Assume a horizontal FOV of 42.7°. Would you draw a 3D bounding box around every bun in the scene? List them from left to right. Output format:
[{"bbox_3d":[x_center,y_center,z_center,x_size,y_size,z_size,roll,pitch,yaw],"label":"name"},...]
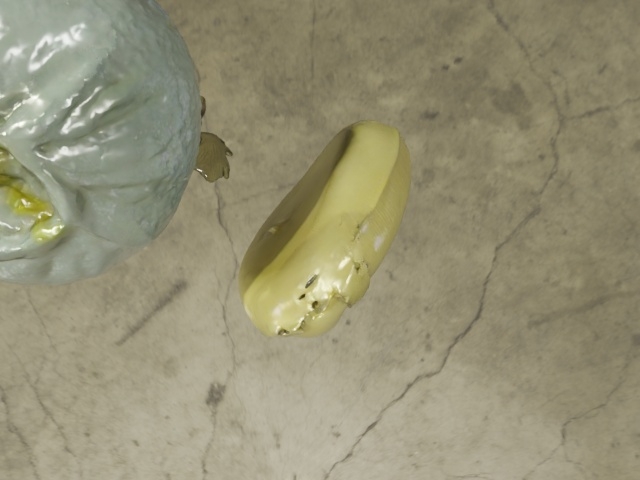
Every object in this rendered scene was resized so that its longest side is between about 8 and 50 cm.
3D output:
[{"bbox_3d":[-0.291,-0.103,0.798,0.362,0.361,0.211,4,30,-1],"label":"bun"}]

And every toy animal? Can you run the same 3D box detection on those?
[{"bbox_3d":[-0.214,-0.151,0.982,0.214,0.093,0.186,-1,106,0],"label":"toy animal"}]

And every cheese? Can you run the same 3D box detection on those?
[{"bbox_3d":[0.000,0.000,0.966,0.128,0.259,0.315,31,32,-13],"label":"cheese"}]
